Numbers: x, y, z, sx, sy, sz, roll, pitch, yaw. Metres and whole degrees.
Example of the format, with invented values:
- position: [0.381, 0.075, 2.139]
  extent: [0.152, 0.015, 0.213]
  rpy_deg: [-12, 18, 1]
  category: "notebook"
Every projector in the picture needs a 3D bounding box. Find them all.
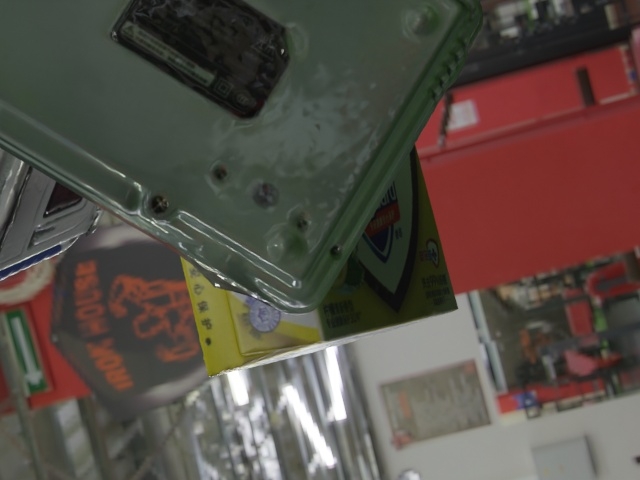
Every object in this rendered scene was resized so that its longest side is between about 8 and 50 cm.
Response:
- position: [-0.072, -0.100, 0.608]
  extent: [0.257, 0.192, 0.099]
  rpy_deg: [31, 175, -7]
  category: "projector"

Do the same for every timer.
- position: [-0.227, -0.077, 1.014]
  extent: [0.178, 0.078, 0.253]
  rpy_deg: [-32, -27, -58]
  category: "timer"

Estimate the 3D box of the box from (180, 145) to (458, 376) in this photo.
- position: [0.000, 0.000, 0.938]
  extent: [0.265, 0.097, 0.168]
  rpy_deg: [-1, -104, -64]
  category: "box"
